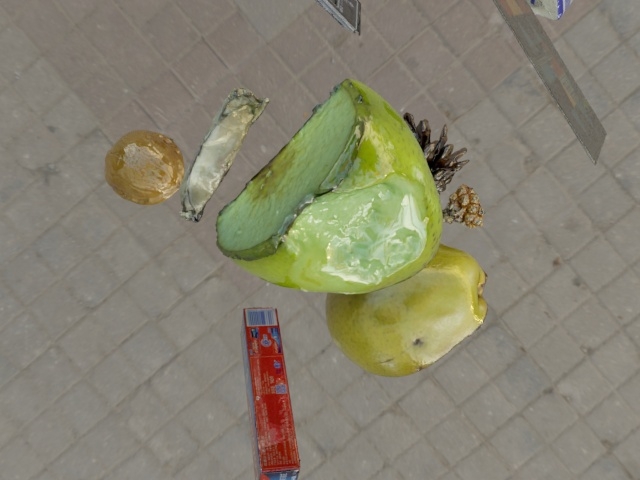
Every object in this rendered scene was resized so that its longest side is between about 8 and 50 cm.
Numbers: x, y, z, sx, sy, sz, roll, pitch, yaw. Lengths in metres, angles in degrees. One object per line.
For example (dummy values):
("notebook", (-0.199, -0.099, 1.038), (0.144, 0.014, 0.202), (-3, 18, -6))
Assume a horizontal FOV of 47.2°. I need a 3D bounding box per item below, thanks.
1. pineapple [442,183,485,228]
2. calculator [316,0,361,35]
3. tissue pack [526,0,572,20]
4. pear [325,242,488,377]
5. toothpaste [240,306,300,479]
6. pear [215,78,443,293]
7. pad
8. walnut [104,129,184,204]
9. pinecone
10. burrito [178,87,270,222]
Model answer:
("pineapple", (0.332, -0.074, 1.785), (0.114, 0.077, 0.114), (-21, 103, -6))
("calculator", (-0.022, -0.487, 1.301), (0.028, 0.165, 0.274), (-36, 119, 26))
("tissue pack", (0.601, -0.722, 1.830), (0.137, 0.209, 0.269), (26, 75, 35))
("pear", (0.163, 0.117, 1.649), (0.386, 0.340, 0.191), (-22, 132, 28))
("toothpaste", (-0.088, 0.255, 1.214), (0.066, 0.320, 0.076), (0, 134, -11))
("pear", (0.038, -0.022, 0.927), (0.292, 0.159, 0.292), (-12, 133, -13))
("pad", (0.181, -0.167, 0.612), (0.003, 0.143, 0.211), (-31, 93, 30))
("walnut", (-0.393, -0.170, 1.579), (0.211, 0.087, 0.167), (25, 80, 31))
("pinecone", (0.210, -0.187, 1.650), (0.201, 0.229, 0.202), (43, 119, 9))
("burrito", (-0.156, -0.125, 1.091), (0.058, 0.063, 0.229), (34, 106, 1))
